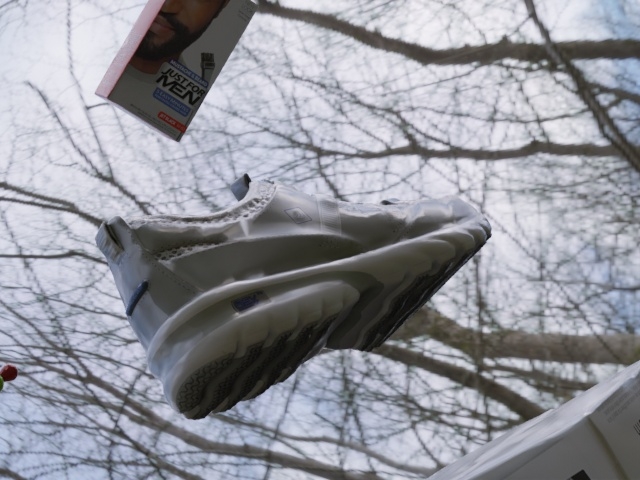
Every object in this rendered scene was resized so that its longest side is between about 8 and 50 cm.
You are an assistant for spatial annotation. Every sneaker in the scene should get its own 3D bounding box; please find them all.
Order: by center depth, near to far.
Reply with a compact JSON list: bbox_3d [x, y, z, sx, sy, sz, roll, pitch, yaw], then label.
[{"bbox_3d":[0.000,0.000,0.601,0.115,0.105,0.281,52,-148,17],"label":"sneaker"}]

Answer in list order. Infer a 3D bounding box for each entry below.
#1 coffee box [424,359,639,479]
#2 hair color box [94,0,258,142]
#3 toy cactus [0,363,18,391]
[{"bbox_3d":[0.241,0.343,0.984,0.334,0.338,0.337,60,-152,12],"label":"coffee box"},{"bbox_3d":[-0.149,-0.198,1.101,0.093,0.053,0.167,31,-93,-32],"label":"hair color box"},{"bbox_3d":[-0.434,0.107,1.146,0.219,0.112,0.180,55,-152,-16],"label":"toy cactus"}]
